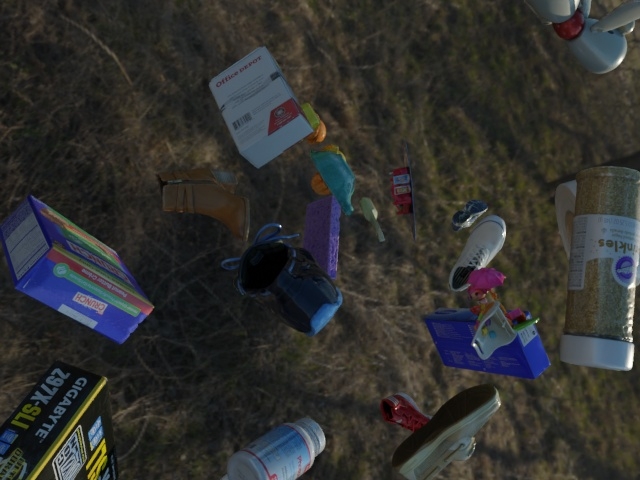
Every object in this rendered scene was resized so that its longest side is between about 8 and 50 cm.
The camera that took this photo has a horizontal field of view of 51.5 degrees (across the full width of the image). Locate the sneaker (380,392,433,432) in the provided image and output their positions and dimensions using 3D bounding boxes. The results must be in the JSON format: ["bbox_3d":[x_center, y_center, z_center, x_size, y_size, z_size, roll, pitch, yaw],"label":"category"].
[{"bbox_3d":[0.246,0.499,1.776,0.128,0.221,0.087,5,112,-51],"label":"sneaker"}]

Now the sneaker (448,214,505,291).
[{"bbox_3d":[0.434,0.046,1.831,0.094,0.258,0.091,25,39,7],"label":"sneaker"}]

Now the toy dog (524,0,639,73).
[{"bbox_3d":[0.358,-0.377,0.912,0.333,0.161,0.220,7,48,-56],"label":"toy dog"}]

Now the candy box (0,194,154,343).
[{"bbox_3d":[-0.547,0.060,1.467,0.122,0.317,0.268,-49,129,-2],"label":"candy box"}]

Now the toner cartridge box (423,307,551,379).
[{"bbox_3d":[0.449,0.275,1.826,0.075,0.348,0.165,-29,102,-29],"label":"toner cartridge box"}]

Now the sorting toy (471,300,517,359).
[{"bbox_3d":[0.267,0.147,1.058,0.075,0.045,0.083,-54,127,-23],"label":"sorting toy"}]

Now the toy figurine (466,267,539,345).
[{"bbox_3d":[0.383,0.141,1.502,0.130,0.173,0.159,-19,78,-31],"label":"toy figurine"}]

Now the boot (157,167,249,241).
[{"bbox_3d":[-0.221,-0.064,1.249,0.152,0.073,0.197,-3,40,-26],"label":"boot"}]

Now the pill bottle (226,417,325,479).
[{"bbox_3d":[-0.066,0.349,1.068,0.160,0.087,0.087,-20,94,-48],"label":"pill bottle"}]

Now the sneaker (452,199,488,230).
[{"bbox_3d":[0.419,-0.070,1.884,0.135,0.058,0.052,-28,58,-27],"label":"sneaker"}]

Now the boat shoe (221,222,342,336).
[{"bbox_3d":[-0.051,0.029,0.789,0.089,0.258,0.109,41,78,-22],"label":"boat shoe"}]

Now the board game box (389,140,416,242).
[{"bbox_3d":[0.132,-0.080,1.098,0.133,0.033,0.169,-90,172,-56],"label":"board game box"}]

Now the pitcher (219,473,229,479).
[{"bbox_3d":[-0.098,0.531,1.267,0.207,0.177,0.125,53,54,-37],"label":"pitcher"}]

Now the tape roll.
[{"bbox_3d":[0.657,-0.013,1.579,0.286,0.100,0.286,-15,90,-84],"label":"tape roll"}]

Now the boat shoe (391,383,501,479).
[{"bbox_3d":[0.296,0.439,1.485,0.098,0.302,0.109,43,16,-7],"label":"boat shoe"}]

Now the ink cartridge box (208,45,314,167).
[{"bbox_3d":[-0.083,-0.185,0.921,0.135,0.099,0.056,65,12,27],"label":"ink cartridge box"}]

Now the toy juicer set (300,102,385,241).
[{"bbox_3d":[0.025,-0.135,1.427,0.329,0.089,0.209,58,7,-3],"label":"toy juicer set"}]

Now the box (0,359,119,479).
[{"bbox_3d":[-0.350,0.343,0.812,0.257,0.079,0.322,-65,169,-48],"label":"box"}]

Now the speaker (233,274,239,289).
[{"bbox_3d":[-0.231,0.141,2.173,0.136,0.055,0.055,20,60,-67],"label":"speaker"}]

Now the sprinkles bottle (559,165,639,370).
[{"bbox_3d":[0.509,0.050,1.198,0.121,0.121,0.355,17,78,-53],"label":"sprinkles bottle"}]

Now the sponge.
[{"bbox_3d":[0.000,0.000,1.640,0.031,0.117,0.210,15,71,-34],"label":"sponge"}]
